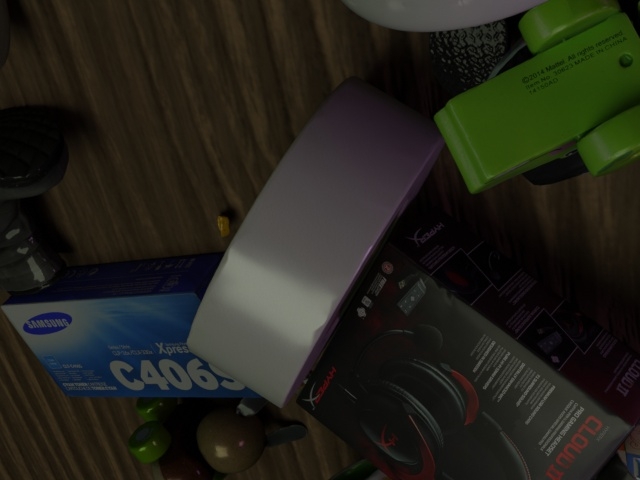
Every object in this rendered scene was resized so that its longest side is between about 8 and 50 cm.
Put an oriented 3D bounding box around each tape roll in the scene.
[{"bbox_3d":[0.000,0.000,1.048,0.100,0.286,0.286,31,140,5],"label":"tape roll"}]

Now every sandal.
[{"bbox_3d":[0.124,-0.202,0.962,0.067,0.040,0.179,9,119,20],"label":"sandal"}]

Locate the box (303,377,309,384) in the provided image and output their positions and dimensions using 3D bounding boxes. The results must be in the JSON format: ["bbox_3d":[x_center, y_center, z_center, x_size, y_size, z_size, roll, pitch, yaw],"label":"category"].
[{"bbox_3d":[0.076,0.164,1.342,0.178,0.042,0.109,-22,114,45],"label":"box"}]

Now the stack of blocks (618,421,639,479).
[{"bbox_3d":[0.299,0.205,1.195,0.297,0.087,0.171,7,132,29],"label":"stack of blocks"}]

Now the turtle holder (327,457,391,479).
[{"bbox_3d":[0.110,0.359,1.363,0.227,0.243,0.320,58,147,-1],"label":"turtle holder"}]

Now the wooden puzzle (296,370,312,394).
[{"bbox_3d":[-0.005,0.180,1.442,0.083,0.006,0.049,34,140,1],"label":"wooden puzzle"}]

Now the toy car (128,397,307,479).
[{"bbox_3d":[-0.120,0.244,1.523,0.188,0.149,0.155,-28,117,16],"label":"toy car"}]

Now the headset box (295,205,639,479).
[{"bbox_3d":[0.154,0.146,1.105,0.293,0.110,0.218,38,125,13],"label":"headset box"}]

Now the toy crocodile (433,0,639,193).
[{"bbox_3d":[0.235,-0.135,0.779,0.340,0.105,0.115,-31,78,8],"label":"toy crocodile"}]

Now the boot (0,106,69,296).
[{"bbox_3d":[-0.361,-0.034,1.412,0.338,0.118,0.222,5,136,45],"label":"boot"}]

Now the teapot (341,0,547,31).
[{"bbox_3d":[0.084,-0.264,0.752,0.256,0.252,0.187,6,139,36],"label":"teapot"}]

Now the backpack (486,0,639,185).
[{"bbox_3d":[0.213,-0.119,0.909,0.182,0.115,0.152,-31,89,35],"label":"backpack"}]

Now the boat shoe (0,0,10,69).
[{"bbox_3d":[-0.450,-0.301,1.201,0.158,0.127,0.340,-7,118,46],"label":"boat shoe"}]

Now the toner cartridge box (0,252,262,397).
[{"bbox_3d":[-0.220,0.111,1.467,0.348,0.075,0.165,-6,124,38],"label":"toner cartridge box"}]

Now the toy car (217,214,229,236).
[{"bbox_3d":[-0.071,0.018,1.320,0.040,0.060,0.122,-130,21,-74],"label":"toy car"}]
